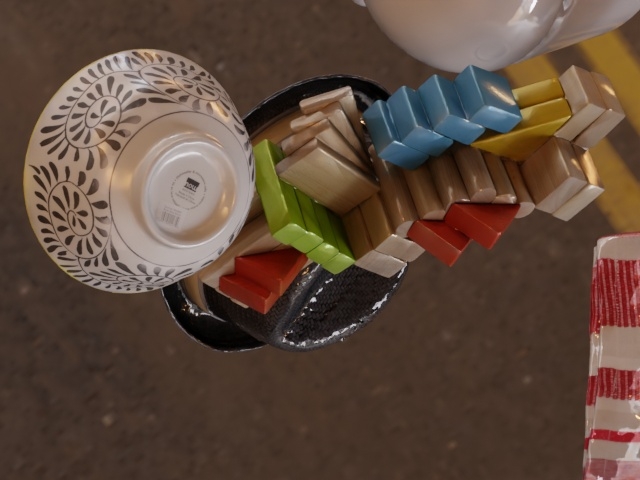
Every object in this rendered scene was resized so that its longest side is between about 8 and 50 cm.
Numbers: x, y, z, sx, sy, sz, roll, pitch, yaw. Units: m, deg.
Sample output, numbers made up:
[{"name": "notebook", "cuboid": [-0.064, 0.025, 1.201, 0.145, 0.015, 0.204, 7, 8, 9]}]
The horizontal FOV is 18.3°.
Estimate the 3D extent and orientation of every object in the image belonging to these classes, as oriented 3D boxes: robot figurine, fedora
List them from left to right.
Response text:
[{"name": "fedora", "cuboid": [0.000, 0.000, 2.053, 0.334, 0.334, 0.152, 5, 26, -43]}, {"name": "robot figurine", "cuboid": [0.164, -0.256, 1.708, 0.353, 0.300, 0.200, -22, 96, -51]}]

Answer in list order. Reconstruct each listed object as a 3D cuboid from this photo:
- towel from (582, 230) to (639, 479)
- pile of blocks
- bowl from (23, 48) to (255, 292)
[{"name": "towel", "cuboid": [0.388, 0.129, 2.052, 0.037, 0.237, 0.329, 45, 45, -52]}, {"name": "pile of blocks", "cuboid": [0.060, -0.036, 1.488, 0.149, 0.362, 0.113, 68, 3, -54]}, {"name": "bowl", "cuboid": [-0.104, -0.039, 1.321, 0.170, 0.080, 0.170, -8, 105, -30]}]
